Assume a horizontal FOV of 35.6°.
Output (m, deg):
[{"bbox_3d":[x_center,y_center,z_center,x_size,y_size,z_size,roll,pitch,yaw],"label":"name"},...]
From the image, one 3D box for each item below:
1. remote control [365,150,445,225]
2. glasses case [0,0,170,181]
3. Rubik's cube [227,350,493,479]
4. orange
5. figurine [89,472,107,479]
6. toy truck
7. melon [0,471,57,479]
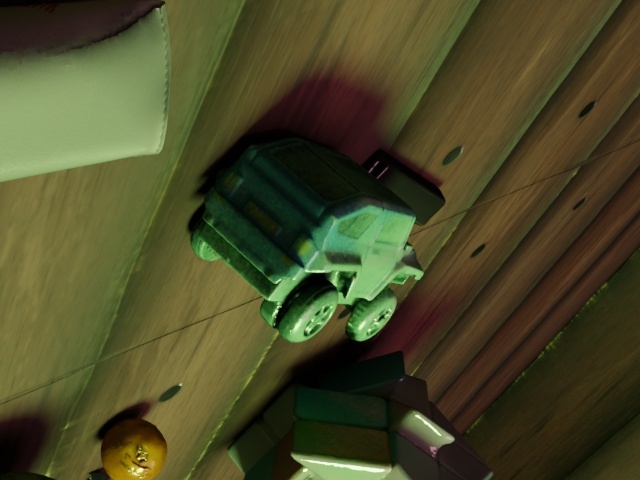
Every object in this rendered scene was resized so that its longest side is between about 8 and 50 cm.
[{"bbox_3d":[0.098,-0.057,1.215,0.063,0.025,0.245,-48,158,11],"label":"remote control"},{"bbox_3d":[-0.220,-0.078,0.541,0.308,0.083,0.128,-19,145,-45],"label":"glasses case"},{"bbox_3d":[0.057,0.385,1.580,0.358,0.368,0.387,-48,162,18],"label":"Rubik's cube"},{"bbox_3d":[-0.230,0.260,1.223,0.083,0.083,0.083,-34,159,-15],"label":"orange"},{"bbox_3d":[-0.323,0.394,1.326,0.144,0.114,0.178,-2,127,-48],"label":"figurine"},{"bbox_3d":[0.000,0.000,0.989,0.156,0.155,0.279,-54,157,13],"label":"toy truck"},{"bbox_3d":[-0.351,0.379,1.034,0.302,0.237,0.237,-52,157,19],"label":"melon"}]
